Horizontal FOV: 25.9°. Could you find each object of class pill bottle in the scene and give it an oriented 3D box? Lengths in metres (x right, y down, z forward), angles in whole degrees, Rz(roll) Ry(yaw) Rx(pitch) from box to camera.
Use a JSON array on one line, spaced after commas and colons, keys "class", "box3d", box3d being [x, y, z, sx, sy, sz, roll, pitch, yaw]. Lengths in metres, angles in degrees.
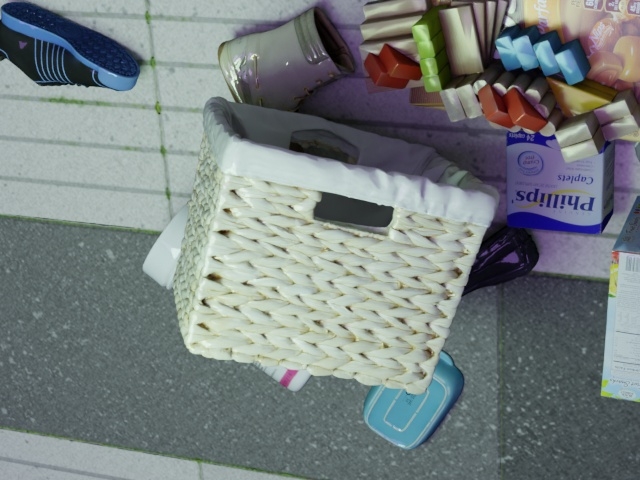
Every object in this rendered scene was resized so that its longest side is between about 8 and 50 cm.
[{"class": "pill bottle", "box3d": [-0.100, 0.072, 1.972, 0.283, 0.160, 0.160, 36, 123, 3]}]

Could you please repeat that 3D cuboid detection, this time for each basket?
[{"class": "basket", "box3d": [0.000, 0.000, 1.710, 0.328, 0.331, 0.266, 12, 101, -12]}]

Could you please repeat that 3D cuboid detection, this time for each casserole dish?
[{"class": "casserole dish", "box3d": [0.130, 0.233, 2.029, 0.114, 0.037, 0.188, 33, 122, 5]}]

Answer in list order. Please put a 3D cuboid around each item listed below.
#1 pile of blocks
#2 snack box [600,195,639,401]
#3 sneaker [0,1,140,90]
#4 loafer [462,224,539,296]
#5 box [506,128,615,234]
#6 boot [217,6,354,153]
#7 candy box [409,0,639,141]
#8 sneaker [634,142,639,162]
[{"class": "pile of blocks", "box3d": [0.202, -0.197, 1.637, 0.362, 0.112, 0.149, 18, 121, 14]}, {"class": "snack box", "box3d": [0.406, 0.072, 1.752, 0.070, 0.174, 0.207, 7, 116, 21]}, {"class": "sneaker", "box3d": [-0.361, -0.254, 1.976, 0.232, 0.081, 0.090, 29, 125, 16]}, {"class": "loafer", "box3d": [0.187, 0.036, 1.890, 0.223, 0.076, 0.078, -23, 99, 25]}, {"class": "box", "box3d": [0.307, -0.086, 1.778, 0.126, 0.072, 0.137, 6, 117, 21]}, {"class": "boot", "box3d": [-0.025, -0.193, 1.865, 0.165, 0.077, 0.213, -18, 106, 26]}, {"class": "candy box", "box3d": [0.273, -0.239, 1.707, 0.316, 0.087, 0.183, 11, 118, 18]}, {"class": "sneaker", "box3d": [0.477, -0.060, 1.713, 0.215, 0.083, 0.084, 37, 124, 4]}]
